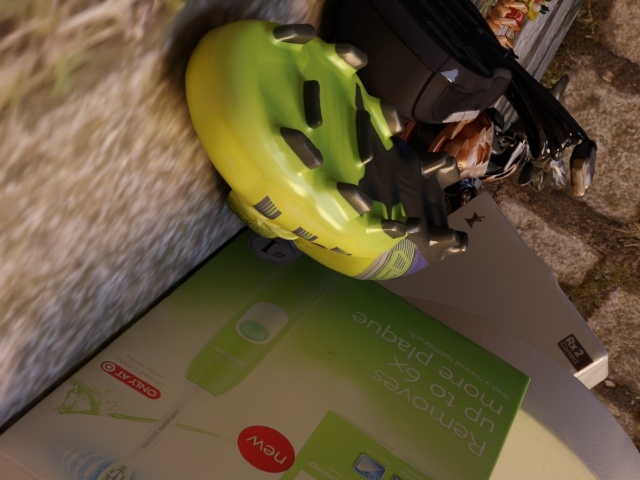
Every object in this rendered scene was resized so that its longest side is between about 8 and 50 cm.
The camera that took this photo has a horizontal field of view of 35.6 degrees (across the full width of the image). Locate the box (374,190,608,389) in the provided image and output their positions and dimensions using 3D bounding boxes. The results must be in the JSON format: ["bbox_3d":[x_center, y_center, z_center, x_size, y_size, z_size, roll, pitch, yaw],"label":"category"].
[{"bbox_3d":[0.130,0.088,0.886,0.182,0.181,0.119,-35,157,4],"label":"box"}]

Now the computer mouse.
[{"bbox_3d":[0.091,-0.085,0.609,0.060,0.184,0.262,-42,179,21],"label":"computer mouse"}]

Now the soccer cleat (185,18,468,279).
[{"bbox_3d":[-0.008,-0.027,0.509,0.289,0.121,0.093,24,58,-67],"label":"soccer cleat"}]

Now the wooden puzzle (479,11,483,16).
[{"bbox_3d":[0.152,-0.214,1.031,0.049,0.006,0.083,-61,171,14],"label":"wooden puzzle"}]

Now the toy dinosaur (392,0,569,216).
[{"bbox_3d":[0.129,-0.088,0.917,0.218,0.164,0.322,-26,168,-47],"label":"toy dinosaur"}]

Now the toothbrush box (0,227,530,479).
[{"bbox_3d":[-0.025,0.130,0.556,0.283,0.206,0.122,-44,163,-56],"label":"toothbrush box"}]

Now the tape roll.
[{"bbox_3d":[0.068,0.222,0.792,0.072,0.392,0.392,-48,166,-50],"label":"tape roll"}]

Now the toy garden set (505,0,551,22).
[{"bbox_3d":[0.279,-0.354,1.129,0.204,0.049,0.244,-60,171,5],"label":"toy garden set"}]
